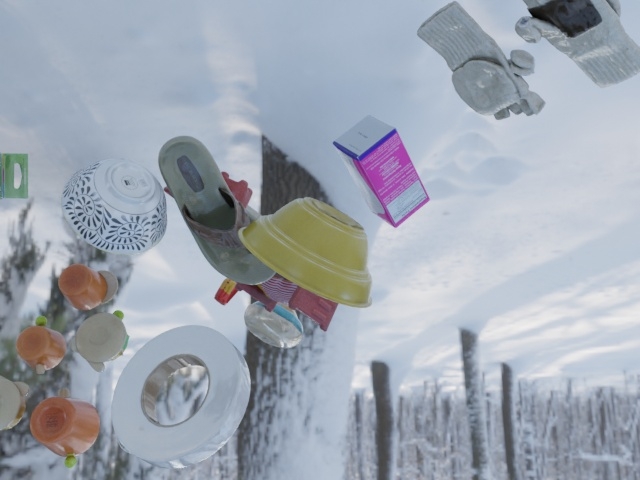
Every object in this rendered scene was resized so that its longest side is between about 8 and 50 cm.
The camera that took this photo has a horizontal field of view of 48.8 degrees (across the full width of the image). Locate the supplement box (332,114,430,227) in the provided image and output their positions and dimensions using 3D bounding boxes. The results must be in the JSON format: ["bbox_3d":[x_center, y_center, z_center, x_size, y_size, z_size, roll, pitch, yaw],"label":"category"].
[{"bbox_3d":[0.138,-0.152,1.576,0.111,0.114,0.220,41,166,51],"label":"supplement box"}]

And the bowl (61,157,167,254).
[{"bbox_3d":[-0.303,-0.069,1.086,0.170,0.170,0.080,7,145,-33],"label":"bowl"}]

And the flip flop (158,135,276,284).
[{"bbox_3d":[-0.164,-0.042,1.132,0.112,0.277,0.080,-31,-165,-5],"label":"flip flop"}]

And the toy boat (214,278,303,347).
[{"bbox_3d":[-0.180,0.209,2.217,0.318,0.148,0.267,42,161,-21],"label":"toy boat"}]

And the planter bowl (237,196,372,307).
[{"bbox_3d":[0.000,0.000,0.999,0.217,0.090,0.217,28,-168,-7],"label":"planter bowl"}]

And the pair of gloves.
[{"bbox_3d":[0.265,-0.242,0.904,0.240,0.042,0.204,-15,133,43],"label":"pair of gloves"}]

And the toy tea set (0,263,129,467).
[{"bbox_3d":[-0.425,0.209,1.209,0.200,0.336,0.124,22,160,14],"label":"toy tea set"}]

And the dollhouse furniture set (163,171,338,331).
[{"bbox_3d":[-0.131,0.014,1.390,0.374,0.152,0.201,39,163,-36],"label":"dollhouse furniture set"}]

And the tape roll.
[{"bbox_3d":[-0.379,0.416,1.904,0.392,0.392,0.072,-7,146,19],"label":"tape roll"}]

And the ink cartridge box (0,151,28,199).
[{"bbox_3d":[-0.775,-0.148,1.591,0.209,0.109,0.062,-1,179,-7],"label":"ink cartridge box"}]
